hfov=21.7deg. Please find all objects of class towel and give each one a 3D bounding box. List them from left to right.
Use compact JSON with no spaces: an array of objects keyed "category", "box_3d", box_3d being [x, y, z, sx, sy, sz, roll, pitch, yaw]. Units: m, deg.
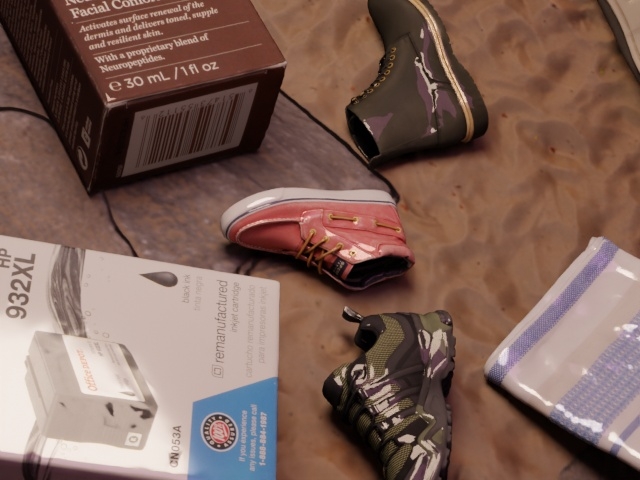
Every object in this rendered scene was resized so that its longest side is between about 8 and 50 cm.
[{"category":"towel","box_3d":[0.315,0.119,1.515,0.285,0.034,0.209,30,57,27]}]

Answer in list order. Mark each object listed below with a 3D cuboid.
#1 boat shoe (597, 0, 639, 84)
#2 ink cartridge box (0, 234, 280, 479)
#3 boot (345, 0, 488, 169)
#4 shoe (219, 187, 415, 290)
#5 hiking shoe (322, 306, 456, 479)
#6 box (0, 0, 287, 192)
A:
[{"category":"boat shoe","box_3d":[0.360,-0.266,1.840,0.112,0.095,0.335,-20,52,13]},{"category":"ink cartridge box","box_3d":[-0.195,0.126,1.338,0.307,0.129,0.223,10,47,-10]},{"category":"boot","box_3d":[0.065,-0.171,1.680,0.137,0.077,0.198,-21,63,-23]},{"category":"shoe","box_3d":[0.000,0.000,1.540,0.178,0.063,0.081,-3,52,-25]},{"category":"hiking shoe","box_3d":[0.056,0.157,1.448,0.114,0.086,0.227,5,48,2]},{"category":"box","box_3d":[-0.204,-0.249,1.609,0.191,0.143,0.381,-17,61,-27]}]
